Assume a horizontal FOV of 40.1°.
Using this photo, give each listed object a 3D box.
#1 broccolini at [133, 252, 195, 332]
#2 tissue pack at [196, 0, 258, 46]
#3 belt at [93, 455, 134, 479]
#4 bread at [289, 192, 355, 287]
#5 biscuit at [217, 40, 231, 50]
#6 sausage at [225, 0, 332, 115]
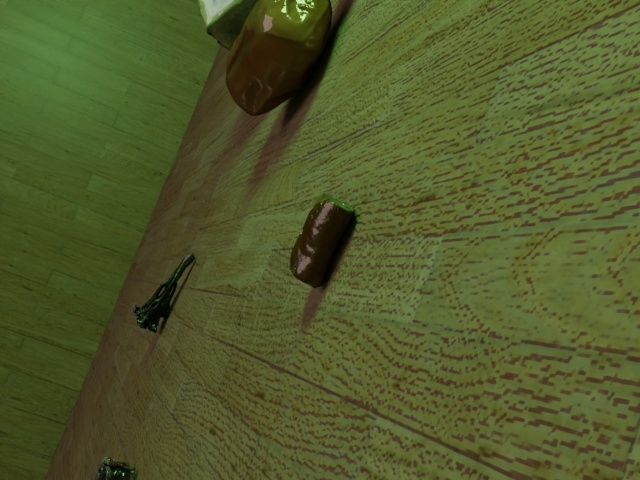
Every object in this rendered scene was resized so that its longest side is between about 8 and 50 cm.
[{"bbox_3d":[-0.288,0.103,1.697,0.201,0.058,0.074,-43,38,24],"label":"broccolini"},{"bbox_3d":[-0.154,-0.464,1.555,0.148,0.092,0.196,-30,61,21],"label":"tissue pack"},{"bbox_3d":[-0.353,0.417,1.407,0.232,0.053,0.071,-56,17,38],"label":"belt"},{"bbox_3d":[0.000,0.000,0.800,0.083,0.036,0.047,-66,18,14],"label":"bread"},{"bbox_3d":[-0.106,-0.432,1.652,0.199,0.121,0.040,-59,-2,25],"label":"biscuit"},{"bbox_3d":[-0.064,-0.272,1.264,0.136,0.120,0.241,-62,10,-28],"label":"sausage"}]
